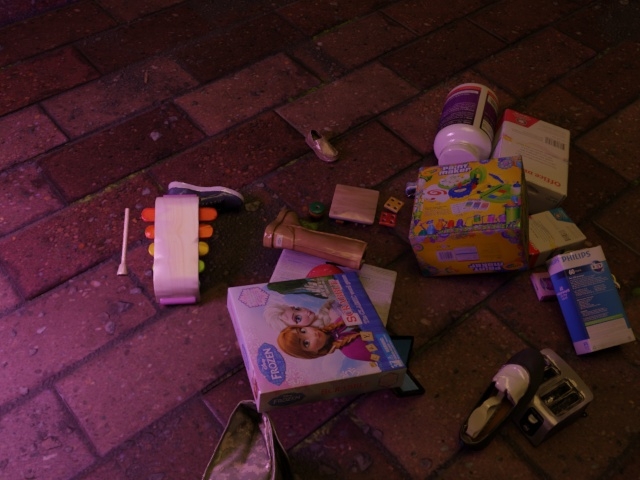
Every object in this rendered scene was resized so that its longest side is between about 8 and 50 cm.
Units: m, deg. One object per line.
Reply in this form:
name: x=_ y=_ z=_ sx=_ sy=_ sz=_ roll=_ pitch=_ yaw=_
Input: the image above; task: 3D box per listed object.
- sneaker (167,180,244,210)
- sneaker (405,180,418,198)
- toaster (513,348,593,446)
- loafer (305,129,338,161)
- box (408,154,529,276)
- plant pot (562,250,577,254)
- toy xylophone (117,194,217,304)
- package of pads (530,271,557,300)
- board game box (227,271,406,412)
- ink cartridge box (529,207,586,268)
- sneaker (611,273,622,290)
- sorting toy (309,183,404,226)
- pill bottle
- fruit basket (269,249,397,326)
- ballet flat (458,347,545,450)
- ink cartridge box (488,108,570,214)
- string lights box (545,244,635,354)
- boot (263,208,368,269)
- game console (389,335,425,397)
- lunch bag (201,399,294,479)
sneaker: x=-0.341 y=-0.080 z=1.904 sx=0.226 sy=0.086 sz=0.163 roll=6 pitch=53 yaw=-2
sneaker: x=0.330 y=-0.169 z=2.044 sx=0.135 sy=0.052 sz=0.058 roll=-1 pitch=46 yaw=-5
toaster: x=0.536 y=0.370 z=1.570 sx=0.186 sy=0.110 sz=0.168 roll=-23 pitch=56 yaw=-21
loafer: x=0.003 y=-0.309 z=2.138 sx=0.056 sy=0.050 sz=0.148 roll=-33 pitch=60 yaw=-27
box: x=0.419 y=-0.067 z=1.820 sx=0.290 sy=0.177 sz=0.279 roll=-5 pitch=47 yaw=23
plant pot: x=0.703 y=0.085 z=1.837 sx=0.083 sy=0.079 sz=0.083 roll=1 pitch=50 yaw=-2
toy xylophone: x=-0.410 y=0.010 z=1.758 sx=0.236 sy=0.081 sz=0.322 roll=6 pitch=71 yaw=-3
package of pads: x=0.622 y=0.127 z=1.828 sx=0.050 sy=0.032 sz=0.083 roll=-5 pitch=51 yaw=-6
board game box: x=-0.019 y=0.209 z=1.448 sx=0.318 sy=0.065 sz=0.318 roll=-7 pitch=39 yaw=-18
ink cartridge box: x=0.628 y=-0.001 z=1.904 sx=0.231 sy=0.078 sz=0.134 roll=-14 pitch=51 yaw=-15
sneaker: x=0.819 y=0.108 z=1.862 sx=0.035 sy=0.031 sz=0.083 roll=-17 pitch=57 yaw=-34
sorting toy: x=0.110 y=-0.097 z=1.971 sx=0.275 sy=0.046 sz=0.132 roll=10 pitch=50 yaw=5
pill bottle: x=0.468 y=-0.350 z=2.118 sx=0.182 sy=0.181 sz=0.323 roll=15 pitch=51 yaw=9
fruit basket: x=0.015 y=0.167 z=1.706 sx=0.327 sy=0.165 sz=0.353 roll=12 pitch=35 yaw=6
ballet flat: x=0.410 y=0.362 z=1.488 sx=0.095 sy=0.096 sz=0.280 roll=35 pitch=93 yaw=35
ink cartridge box: x=0.646 y=-0.245 z=2.057 sx=0.226 sy=0.131 sz=0.306 roll=22 pitch=52 yaw=0
string lights box: x=0.703 y=0.155 z=1.719 sx=0.133 sy=0.077 sz=0.259 roll=-11 pitch=75 yaw=-13
boot: x=0.000 y=0.000 z=1.813 sx=0.270 sy=0.089 sz=0.236 roll=13 pitch=23 yaw=9
game console: x=0.205 y=0.301 z=1.576 sx=0.144 sy=0.085 sz=0.124 roll=11 pitch=33 yaw=-53
lunch bag: x=-0.140 y=0.497 z=1.339 sx=0.169 sy=0.235 sz=0.287 roll=4 pitch=50 yaw=6
